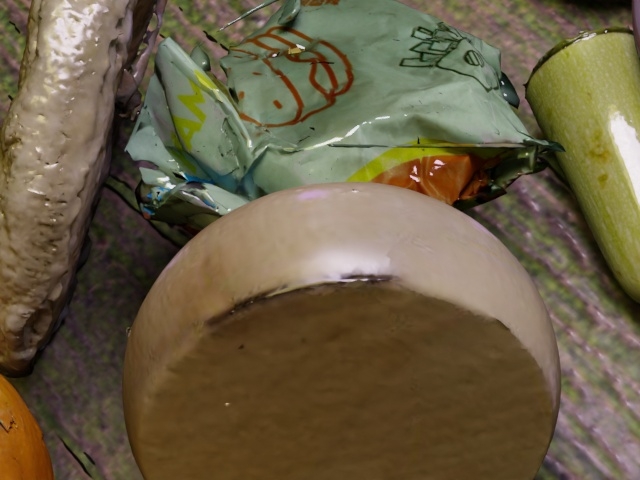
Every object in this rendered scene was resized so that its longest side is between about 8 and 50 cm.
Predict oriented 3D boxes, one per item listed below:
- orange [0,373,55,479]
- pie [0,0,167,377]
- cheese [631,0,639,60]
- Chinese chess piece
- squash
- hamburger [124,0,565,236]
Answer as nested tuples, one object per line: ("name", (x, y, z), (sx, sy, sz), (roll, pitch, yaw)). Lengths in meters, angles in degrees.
("orange", (-0.277, 0.161, 0.989), (0.246, 0.246, 0.246), (-6, 57, 9))
("pie", (-0.161, -0.069, 1.078), (0.075, 0.337, 0.337), (18, 61, -3))
("cheese", (0.265, -0.092, 1.082), (0.074, 0.189, 0.286), (-23, 66, 41))
("Chinese chess piece", (0.012, 0.082, 0.969), (0.251, 0.251, 0.097), (-13, 39, 5))
("squash", (0.206, -0.022, 1.099), (0.094, 0.094, 0.224), (-16, 65, 3))
("hamburger", (0.002, -0.089, 1.082), (0.260, 0.150, 0.276), (-16, 19, 2))
